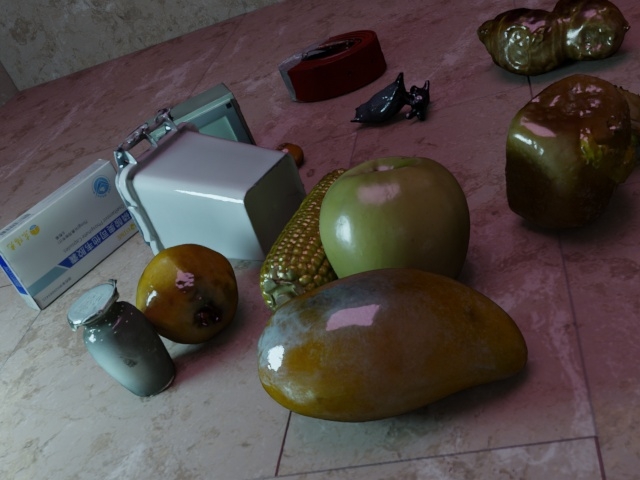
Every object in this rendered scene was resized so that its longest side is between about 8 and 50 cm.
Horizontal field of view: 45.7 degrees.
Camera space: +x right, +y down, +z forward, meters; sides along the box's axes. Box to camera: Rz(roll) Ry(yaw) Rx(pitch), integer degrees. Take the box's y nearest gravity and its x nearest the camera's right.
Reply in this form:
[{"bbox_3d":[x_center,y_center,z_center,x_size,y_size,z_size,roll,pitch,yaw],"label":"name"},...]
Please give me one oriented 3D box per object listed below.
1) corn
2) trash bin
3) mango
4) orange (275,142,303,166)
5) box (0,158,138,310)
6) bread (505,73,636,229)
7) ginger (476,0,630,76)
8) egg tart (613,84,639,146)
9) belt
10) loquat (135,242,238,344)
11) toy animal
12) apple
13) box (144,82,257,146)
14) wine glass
[{"bbox_3d":[0.000,0.000,1.421,0.144,0.144,0.387,-7,29,27],"label":"corn"},{"bbox_3d":[-0.228,-0.108,1.620,0.367,0.296,0.256,10,43,36],"label":"trash bin"},{"bbox_3d":[0.093,0.146,1.067,0.384,0.199,0.221,-3,29,10],"label":"mango"},{"bbox_3d":[-0.082,-0.213,1.891,0.086,0.062,0.086,-15,31,9],"label":"orange"},{"bbox_3d":[-0.595,-0.018,1.806,0.065,0.200,0.343,10,44,41],"label":"box"},{"bbox_3d":[0.417,-0.128,1.247,0.195,0.246,0.176,-42,59,-16],"label":"bread"},{"bbox_3d":[0.549,-0.504,1.817,0.357,0.152,0.274,-7,34,25],"label":"ginger"},{"bbox_3d":[0.509,-0.233,1.380,0.212,0.090,0.212,14,4,-1],"label":"egg tart"},{"bbox_3d":[0.027,-0.513,2.241,0.324,0.115,0.227,-13,31,20],"label":"belt"},{"bbox_3d":[-0.244,0.097,1.409,0.187,0.176,0.234,-45,29,-4],"label":"loquat"},{"bbox_3d":[0.163,-0.345,1.878,0.210,0.117,0.121,-8,40,22],"label":"toy animal"},{"bbox_3d":[0.124,-0.018,1.248,0.262,0.262,0.262,-18,30,11],"label":"apple"},{"bbox_3d":[-0.284,-0.237,1.910,0.225,0.225,0.117,-28,30,-6],"label":"box"},{"bbox_3d":[-0.340,0.174,1.311,0.111,0.204,0.111,-21,32,14],"label":"wine glass"}]
